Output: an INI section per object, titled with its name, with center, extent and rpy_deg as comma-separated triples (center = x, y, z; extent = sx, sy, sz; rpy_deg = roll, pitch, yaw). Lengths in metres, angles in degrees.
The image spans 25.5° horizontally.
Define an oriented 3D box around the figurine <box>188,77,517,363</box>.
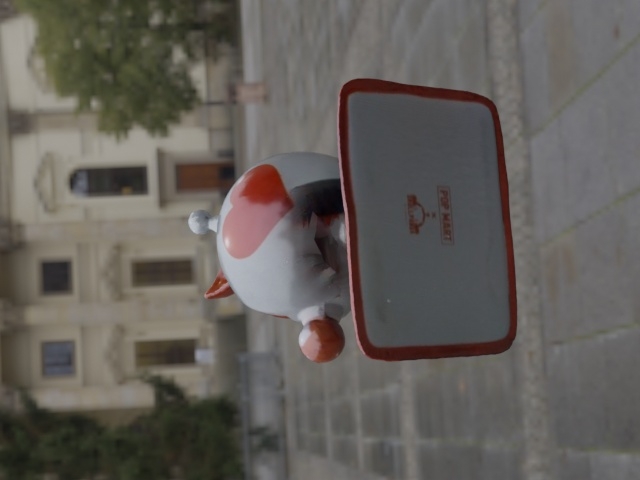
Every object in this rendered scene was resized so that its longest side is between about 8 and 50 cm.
[figurine]
center = 0.000, 0.000, 1.017
extent = 0.226, 0.160, 0.183
rpy_deg = -10, 81, 46
